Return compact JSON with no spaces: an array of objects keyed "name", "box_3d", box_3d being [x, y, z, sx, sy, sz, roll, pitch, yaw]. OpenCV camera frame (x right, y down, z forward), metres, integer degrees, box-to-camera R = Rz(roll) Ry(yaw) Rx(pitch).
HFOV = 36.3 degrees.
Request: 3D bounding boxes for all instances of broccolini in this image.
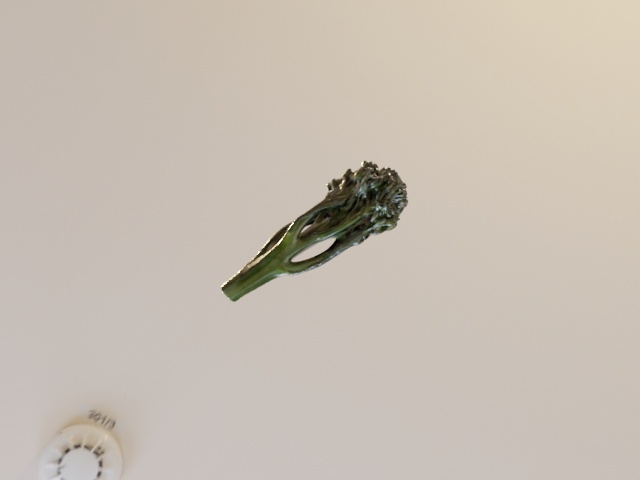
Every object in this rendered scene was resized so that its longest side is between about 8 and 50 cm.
[{"name":"broccolini","box_3d":[-0.007,-0.009,0.925,0.203,0.068,0.091,-32,-125,-13]}]
